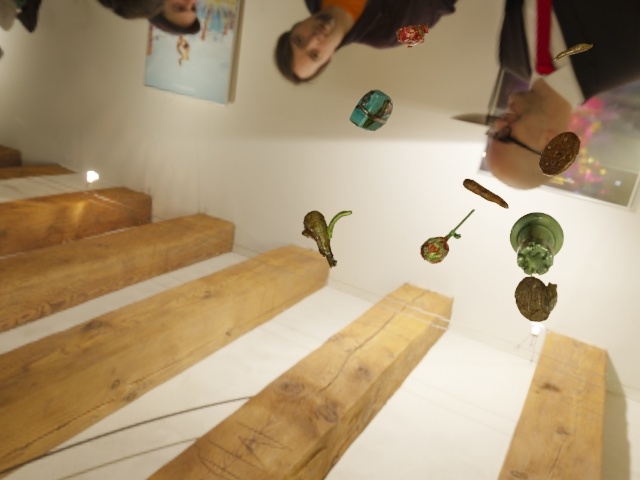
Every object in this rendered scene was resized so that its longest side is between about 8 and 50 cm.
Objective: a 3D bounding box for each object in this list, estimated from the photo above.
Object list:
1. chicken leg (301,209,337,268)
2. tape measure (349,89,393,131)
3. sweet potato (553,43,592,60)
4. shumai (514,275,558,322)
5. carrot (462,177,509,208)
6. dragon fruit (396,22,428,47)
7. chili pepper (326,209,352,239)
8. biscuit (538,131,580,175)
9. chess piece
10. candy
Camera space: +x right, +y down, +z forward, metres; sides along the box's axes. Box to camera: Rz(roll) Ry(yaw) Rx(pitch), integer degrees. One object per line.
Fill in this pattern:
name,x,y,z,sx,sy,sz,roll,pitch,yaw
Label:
chicken leg,0.000,0.000,1.497,0.070,0.093,0.178,-12,-113,-41
tape measure,0.167,-0.407,1.683,0.081,0.125,0.146,41,-159,29
sweet potato,0.764,-0.576,1.626,0.115,0.026,0.026,-18,-169,18
shumai,0.686,0.191,1.688,0.105,0.123,0.139,25,-130,-20
carrot,0.478,-0.135,1.550,0.035,0.036,0.165,-8,-142,-43
dragon fruit,0.306,-0.684,1.793,0.112,0.068,0.126,-13,-165,-10
chili pepper,0.036,-0.037,1.150,0.030,0.083,0.017,27,-156,-15
biscuit,0.930,-0.340,2.093,0.027,0.188,0.188,22,-166,-20
chess piece,0.781,0.022,1.941,0.194,0.195,0.299,15,-156,17
candy,0.407,-0.023,1.667,0.287,0.078,0.084,-40,-172,-35
